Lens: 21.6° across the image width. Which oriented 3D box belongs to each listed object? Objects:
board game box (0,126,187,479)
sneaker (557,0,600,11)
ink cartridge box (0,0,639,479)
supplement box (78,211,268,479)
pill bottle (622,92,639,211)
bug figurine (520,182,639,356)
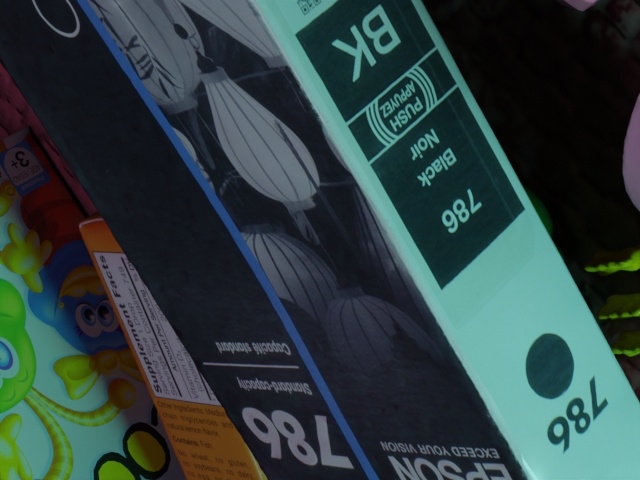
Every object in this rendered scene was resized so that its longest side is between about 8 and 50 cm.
[{"bbox_3d":[-0.170,0.104,0.943,0.275,0.142,0.144,57,143,-2],"label":"board game box"},{"bbox_3d":[0.031,-0.198,0.524,0.330,0.122,0.146,30,135,17],"label":"sneaker"},{"bbox_3d":[0.000,0.000,0.587,0.165,0.065,0.333,-5,123,53],"label":"ink cartridge box"},{"bbox_3d":[-0.031,0.076,0.826,0.080,0.078,0.233,4,119,50],"label":"supplement box"},{"bbox_3d":[0.223,0.028,0.425,0.283,0.161,0.161,46,143,29],"label":"pill bottle"},{"bbox_3d":[0.136,0.075,0.647,0.279,0.072,0.216,-1,110,53],"label":"bug figurine"}]
